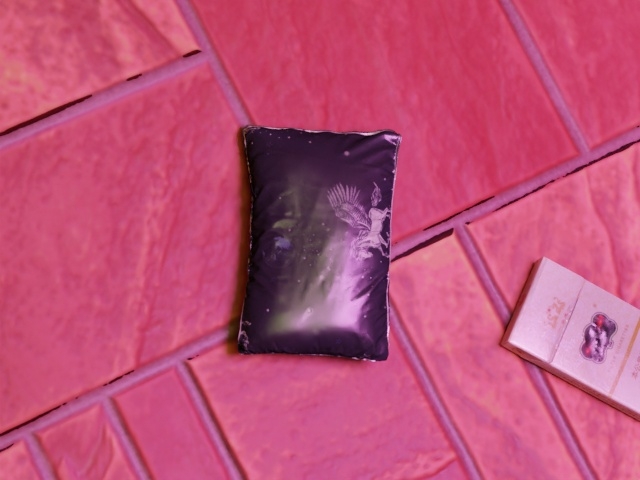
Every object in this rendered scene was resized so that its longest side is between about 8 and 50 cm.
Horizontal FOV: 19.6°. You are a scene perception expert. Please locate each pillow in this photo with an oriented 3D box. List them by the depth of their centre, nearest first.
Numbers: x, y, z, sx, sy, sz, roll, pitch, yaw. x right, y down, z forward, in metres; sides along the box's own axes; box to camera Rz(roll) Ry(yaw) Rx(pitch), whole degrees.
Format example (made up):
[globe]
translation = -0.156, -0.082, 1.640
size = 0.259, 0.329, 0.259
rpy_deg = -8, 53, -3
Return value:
[pillow]
translation = 0.000, 0.000, 1.599
size = 0.141, 0.055, 0.208
rpy_deg = 3, 75, -8

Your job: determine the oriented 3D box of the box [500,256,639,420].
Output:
[box]
translation = 0.252, 0.093, 1.668
size = 0.167, 0.024, 0.090
rpy_deg = 29, 70, -10
